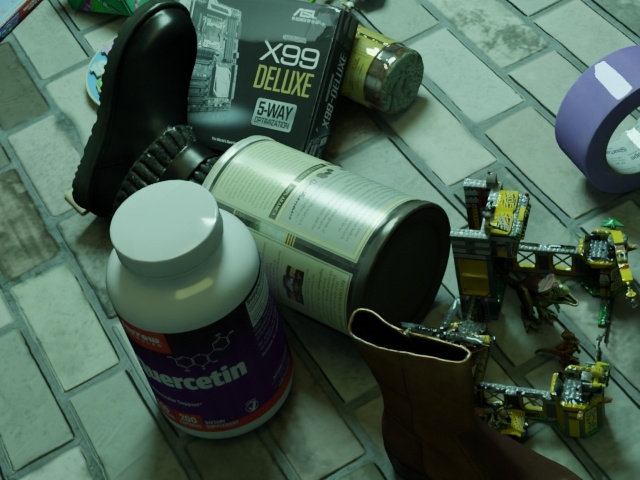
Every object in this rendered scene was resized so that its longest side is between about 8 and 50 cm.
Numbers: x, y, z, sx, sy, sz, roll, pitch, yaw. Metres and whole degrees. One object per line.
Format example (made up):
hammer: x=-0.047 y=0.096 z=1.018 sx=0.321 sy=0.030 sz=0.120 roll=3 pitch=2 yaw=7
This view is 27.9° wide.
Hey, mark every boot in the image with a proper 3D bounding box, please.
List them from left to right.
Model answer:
boot: x=-0.188 y=-0.145 z=1.808 sx=0.260 sy=0.131 sz=0.348 roll=25 pitch=103 yaw=33
boot: x=0.172 y=0.193 z=1.397 sx=0.264 sy=0.280 sz=0.096 roll=24 pitch=58 yaw=30

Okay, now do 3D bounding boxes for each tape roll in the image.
tape roll: x=0.413 y=-0.160 z=1.718 sx=0.189 sy=0.189 sz=0.080 roll=-24 pitch=48 yaw=-8

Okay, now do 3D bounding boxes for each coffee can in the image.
coffee can: x=0.000 y=0.000 z=1.664 sx=0.275 sy=0.201 sz=0.201 roll=24 pitch=58 yaw=30

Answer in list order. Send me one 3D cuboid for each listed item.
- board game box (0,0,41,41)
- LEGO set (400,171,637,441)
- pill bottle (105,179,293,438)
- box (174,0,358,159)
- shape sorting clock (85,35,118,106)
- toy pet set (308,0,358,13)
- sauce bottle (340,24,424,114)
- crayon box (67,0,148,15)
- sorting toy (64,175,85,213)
board game box: x=-0.568 y=-0.440 z=2.310 sx=0.145 sy=0.027 sz=0.281 roll=20 pitch=56 yaw=26
LEGO set: x=0.252 y=0.062 z=1.555 sx=0.255 sy=0.192 sz=0.331 roll=12 pitch=53 yaw=23
pill bottle: x=-0.146 y=0.084 z=1.541 sx=0.182 sy=0.323 sz=0.181 roll=-7 pitch=48 yaw=8
box: x=-0.119 y=-0.244 z=1.919 sx=0.307 sy=0.076 sz=0.242 roll=14 pitch=87 yaw=24
shape sorting clock: x=-0.281 y=-0.280 z=2.090 sx=0.206 sy=0.040 sz=0.206 roll=-7 pitch=48 yaw=8
toy pet set: x=0.045 y=-0.407 z=2.129 sx=0.114 sy=0.065 sz=0.122 roll=-44 pitch=40 yaw=21
sauce bottle: x=0.000 y=-0.301 z=1.995 sx=0.344 sy=0.111 sz=0.111 roll=31 pitch=62 yaw=34
crayon box: x=-0.311 y=-0.511 z=2.249 sx=0.165 sy=0.081 sz=0.278 roll=14 pitch=54 yaw=40
sorting toy: x=-0.356 y=-0.079 z=1.947 sx=0.062 sy=0.012 sz=0.083 roll=-36 pitch=51 yaw=-18
